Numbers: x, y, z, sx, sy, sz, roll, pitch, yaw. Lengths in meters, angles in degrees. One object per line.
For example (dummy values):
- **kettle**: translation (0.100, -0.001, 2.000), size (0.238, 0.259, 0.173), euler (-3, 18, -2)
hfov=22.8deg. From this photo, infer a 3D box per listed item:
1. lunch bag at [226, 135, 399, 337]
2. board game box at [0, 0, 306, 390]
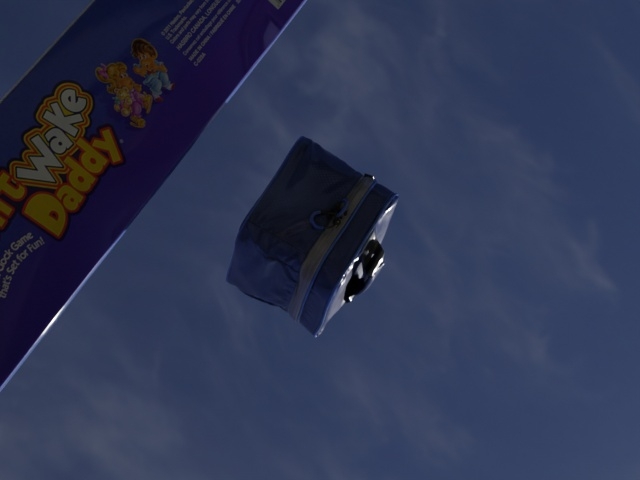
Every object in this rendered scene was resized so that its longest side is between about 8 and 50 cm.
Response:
- **lunch bag**: translation (0.000, 0.000, 0.770), size (0.065, 0.098, 0.067), euler (31, -110, 4)
- **board game box**: translation (-0.163, 0.000, 0.766), size (0.078, 0.233, 0.347), euler (42, -127, -11)
